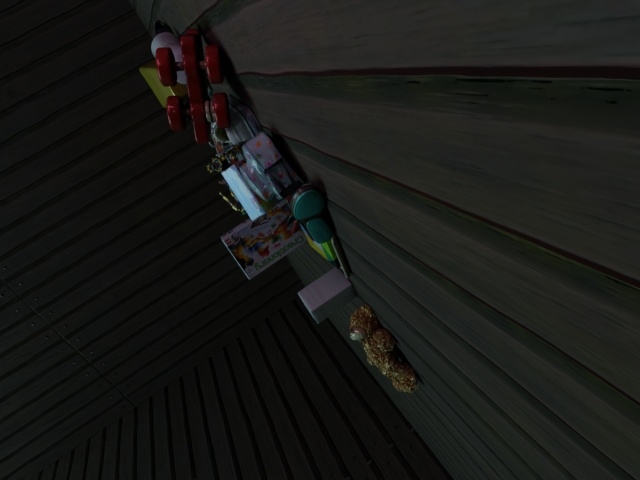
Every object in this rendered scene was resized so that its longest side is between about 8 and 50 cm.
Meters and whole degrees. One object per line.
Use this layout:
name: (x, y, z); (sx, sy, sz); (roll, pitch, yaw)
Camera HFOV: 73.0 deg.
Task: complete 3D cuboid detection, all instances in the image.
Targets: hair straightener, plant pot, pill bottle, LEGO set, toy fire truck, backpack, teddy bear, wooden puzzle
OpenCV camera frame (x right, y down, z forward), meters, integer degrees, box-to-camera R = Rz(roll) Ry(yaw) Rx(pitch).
hair straightener: (-0.101, -0.107, 1.534); (0.089, 0.047, 0.230); (51, 161, 15)
plant pot: (-0.693, -0.777, 2.062); (0.187, 0.212, 0.212); (24, 149, 52)
pill bottle: (-0.599, -0.750, 1.790); (0.229, 0.131, 0.131); (52, 171, 31)
LEGO set: (-0.398, -0.276, 1.941); (0.254, 0.192, 0.332); (-19, 97, 38)
toy fire truck: (-0.360, -0.456, 1.283); (0.254, 0.169, 0.303); (-104, 10, -61)
backpack: (-0.149, -0.203, 1.218); (0.189, 0.144, 0.166); (61, 177, -9)
teddy bear: (0.209, 0.391, 1.510); (0.338, 0.113, 0.245); (58, 170, -7)
wooden puzzle: (0.000, 0.000, 1.417); (0.238, 0.044, 0.221); (45, 167, 39)

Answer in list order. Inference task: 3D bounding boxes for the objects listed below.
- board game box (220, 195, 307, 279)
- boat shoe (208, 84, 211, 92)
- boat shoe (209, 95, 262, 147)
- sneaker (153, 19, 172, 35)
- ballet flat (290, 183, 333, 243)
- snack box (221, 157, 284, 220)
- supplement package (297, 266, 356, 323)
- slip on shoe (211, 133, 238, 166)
board game box: (-0.199, -0.015, 1.650); (0.193, 0.305, 0.053); (59, 169, -22)
boat shoe: (-0.528, -0.661, 1.898); (0.079, 0.081, 0.227); (58, 172, -7)
boat shoe: (-0.320, -0.384, 1.467); (0.367, 0.156, 0.136); (44, 165, 55)
sneaker: (-0.680, -0.885, 1.933); (0.232, 0.081, 0.090); (55, 179, 20)
ballet flat: (-0.033, -0.086, 1.169); (0.280, 0.095, 0.096); (71, 175, -61)
snack box: (-0.188, -0.184, 1.367); (0.175, 0.070, 0.207); (58, -147, -11)
supplement package: (0.026, 0.200, 1.596); (0.105, 0.179, 0.105); (50, 170, 38)
slip on shoe: (-0.454, -0.456, 2.164); (0.101, 0.123, 0.331); (44, 161, 42)
